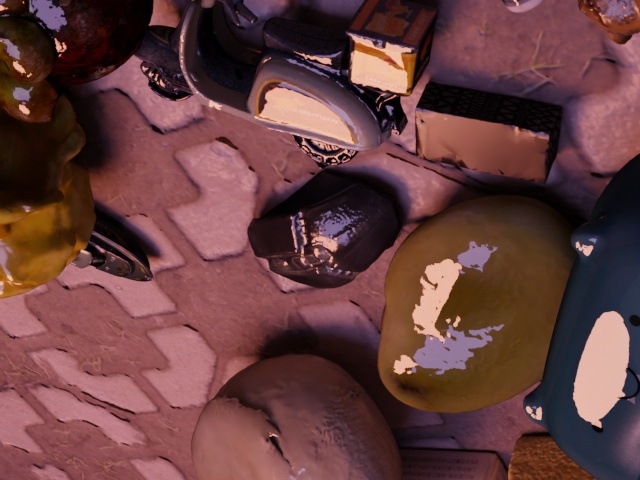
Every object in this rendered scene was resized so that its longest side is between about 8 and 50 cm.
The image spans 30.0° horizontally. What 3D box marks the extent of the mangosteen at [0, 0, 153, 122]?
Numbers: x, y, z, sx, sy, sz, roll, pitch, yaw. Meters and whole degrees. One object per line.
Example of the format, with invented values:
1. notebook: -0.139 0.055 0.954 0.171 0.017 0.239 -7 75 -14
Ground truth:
1. mangosteen: -0.222 -0.189 0.956 0.172 0.184 0.172 32 -175 -3

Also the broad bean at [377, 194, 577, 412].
1. broad bean: 0.147 0.065 1.113 0.189 0.121 0.263 24 139 -2

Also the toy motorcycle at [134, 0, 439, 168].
1. toy motorcycle: -0.042 -0.156 1.000 0.263 0.091 0.157 18 136 12

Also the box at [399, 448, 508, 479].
1. box: 0.087 0.343 1.494 0.343 0.065 0.200 -3 132 32

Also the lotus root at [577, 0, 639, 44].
1. lotus root: 0.294 -0.198 0.717 0.303 0.146 0.131 -27 116 41

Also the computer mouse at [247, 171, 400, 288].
1. computer mouse: 0.000 0.000 1.167 0.192 0.062 0.106 -25 118 43

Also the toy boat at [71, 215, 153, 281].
1. toy boat: -0.245 0.006 1.316 0.141 0.060 0.055 30 140 -9

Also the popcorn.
1. popcorn: -0.349 -0.068 1.168 0.258 0.224 0.270 -1 127 5

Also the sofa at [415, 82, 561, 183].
1. sofa: 0.140 -0.091 1.008 0.118 0.039 0.060 13 138 17

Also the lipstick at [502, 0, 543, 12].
1. lipstick: 0.120 -0.229 0.865 0.040 0.040 0.141 -13 127 39

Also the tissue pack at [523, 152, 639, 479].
1. tissue pack: 0.288 0.065 0.957 0.206 0.198 0.287 17 130 10

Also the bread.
1. bread: 0.285 0.270 1.254 0.188 0.125 0.068 -6 130 33

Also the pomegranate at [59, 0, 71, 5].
1. pomegranate: -0.126 -0.256 0.827 0.187 0.225 0.187 28 152 17

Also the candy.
1. candy: -0.013 0.262 1.344 0.295 0.185 0.295 22 124 38
